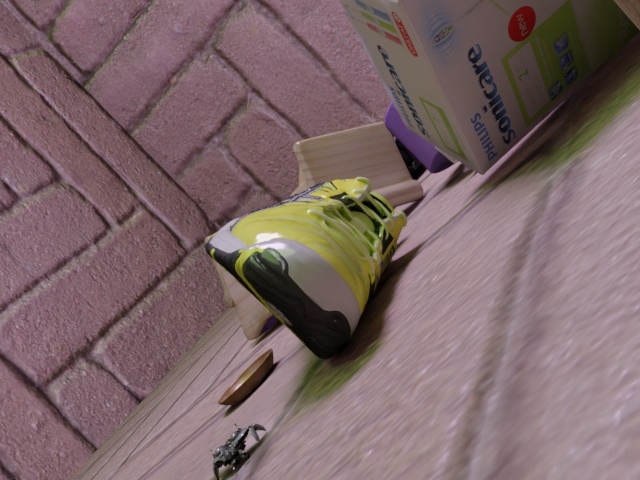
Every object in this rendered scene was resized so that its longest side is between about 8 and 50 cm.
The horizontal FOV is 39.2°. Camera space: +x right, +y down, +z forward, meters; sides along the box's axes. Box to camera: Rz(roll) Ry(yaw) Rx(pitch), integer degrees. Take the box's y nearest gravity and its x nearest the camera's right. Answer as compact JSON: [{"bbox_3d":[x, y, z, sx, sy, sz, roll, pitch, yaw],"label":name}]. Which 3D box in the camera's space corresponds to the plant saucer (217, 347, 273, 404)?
[{"bbox_3d":[-0.077,0.151,0.973,0.083,0.015,0.083,-45,3,3],"label":"plant saucer"}]

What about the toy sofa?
[{"bbox_3d":[-0.013,-0.001,1.259,0.150,0.177,0.362,-17,-13,-33],"label":"toy sofa"}]

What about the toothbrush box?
[{"bbox_3d":[0.174,-0.235,0.786,0.283,0.206,0.122,-41,43,-6],"label":"toothbrush box"}]

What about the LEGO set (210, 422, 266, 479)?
[{"bbox_3d":[-0.074,0.165,0.675,0.054,0.023,0.083,-41,4,41],"label":"LEGO set"}]

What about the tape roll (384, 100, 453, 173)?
[{"bbox_3d":[0.170,-0.172,1.050,0.189,0.080,0.189,-40,-12,-11],"label":"tape roll"}]

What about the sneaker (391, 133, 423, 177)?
[{"bbox_3d":[0.120,-0.137,1.465,0.146,0.102,0.293,-43,3,13],"label":"sneaker"}]

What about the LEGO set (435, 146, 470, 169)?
[{"bbox_3d":[0.226,-0.169,0.956,0.182,0.060,0.244,-47,1,42],"label":"LEGO set"}]

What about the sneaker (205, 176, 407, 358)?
[{"bbox_3d":[0.000,0.000,0.823,0.147,0.145,0.385,-44,4,3],"label":"sneaker"}]

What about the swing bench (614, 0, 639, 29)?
[{"bbox_3d":[0.282,-0.262,0.523,0.254,0.165,0.253,-40,-1,-41],"label":"swing bench"}]
